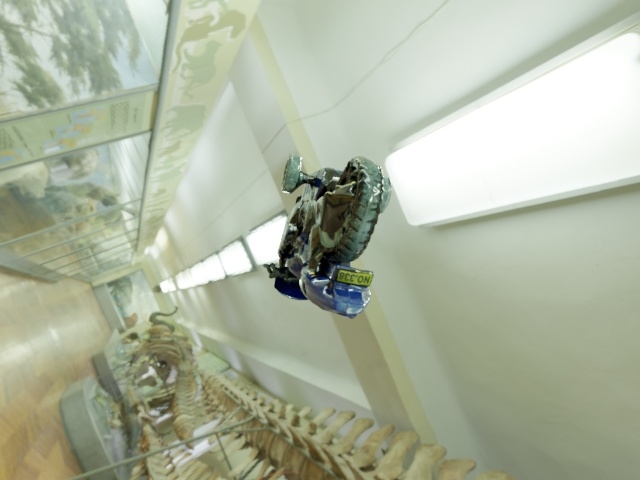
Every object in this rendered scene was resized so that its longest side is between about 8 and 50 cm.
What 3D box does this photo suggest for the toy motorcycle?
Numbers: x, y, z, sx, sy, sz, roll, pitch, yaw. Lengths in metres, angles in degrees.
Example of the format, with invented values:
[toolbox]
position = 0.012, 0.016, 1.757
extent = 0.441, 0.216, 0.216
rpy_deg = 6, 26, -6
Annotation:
[toy motorcycle]
position = 0.000, 0.000, 0.464
extent = 0.315, 0.113, 0.169
rpy_deg = -155, -102, -78
